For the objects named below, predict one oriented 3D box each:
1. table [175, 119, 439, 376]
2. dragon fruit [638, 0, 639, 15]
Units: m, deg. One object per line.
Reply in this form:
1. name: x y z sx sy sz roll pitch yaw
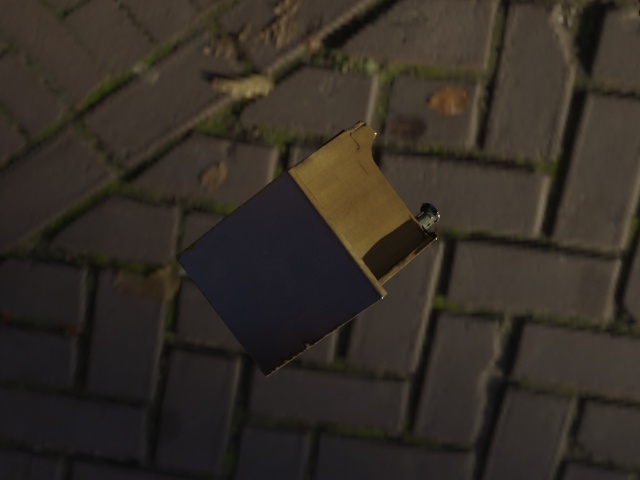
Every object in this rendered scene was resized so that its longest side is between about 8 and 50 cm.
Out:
1. table: 0.000 0.000 0.803 0.083 0.082 0.070 -37 91 39
2. dragon fruit: 0.166 -0.134 0.466 0.211 0.147 0.282 -11 152 3
